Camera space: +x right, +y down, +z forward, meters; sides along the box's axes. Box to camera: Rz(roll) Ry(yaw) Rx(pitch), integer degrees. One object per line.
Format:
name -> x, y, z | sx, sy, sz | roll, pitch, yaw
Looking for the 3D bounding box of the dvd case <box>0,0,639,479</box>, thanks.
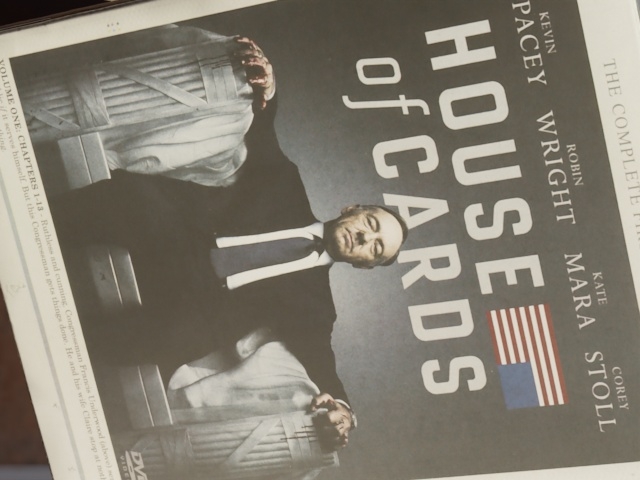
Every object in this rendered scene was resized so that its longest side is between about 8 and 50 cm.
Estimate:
dvd case -> 0.000, 0.000, 0.547 | 0.029, 0.238, 0.179 | -34, 113, -63
